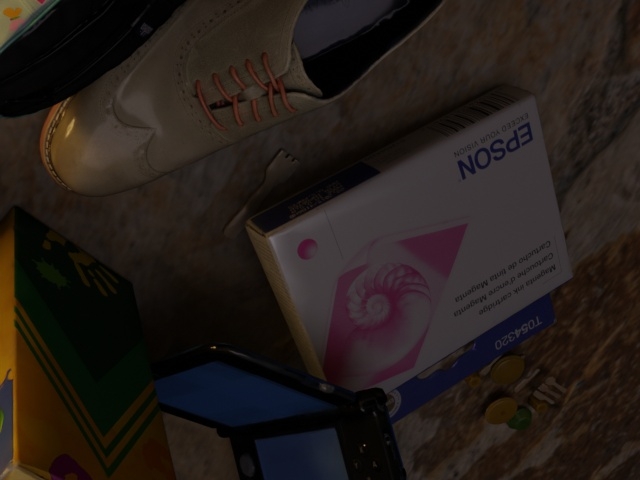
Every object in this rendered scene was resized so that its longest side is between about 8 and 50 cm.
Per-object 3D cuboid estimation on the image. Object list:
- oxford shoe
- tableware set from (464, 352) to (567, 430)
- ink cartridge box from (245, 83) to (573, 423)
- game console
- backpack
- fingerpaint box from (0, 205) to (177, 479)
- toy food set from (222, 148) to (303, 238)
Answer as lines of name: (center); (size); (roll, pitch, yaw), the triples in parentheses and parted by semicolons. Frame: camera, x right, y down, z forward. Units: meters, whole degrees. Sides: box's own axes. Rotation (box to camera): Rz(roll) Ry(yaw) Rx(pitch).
oxford shoe: (-0.072, -0.154, 0.740); (0.397, 0.146, 0.140); (-35, 124, 2)
tableware set: (0.249, 0.199, 1.131); (0.154, 0.024, 0.104); (31, 108, -32)
ink cartridge box: (0.123, 0.048, 0.925); (0.324, 0.071, 0.330); (-30, 118, -15)
game console: (-0.071, 0.230, 0.862); (0.173, 0.293, 0.250); (-9, 80, -36)
backpack: (-0.212, -0.189, 0.654); (0.144, 0.166, 0.188); (43, 95, 1)
fingerpaint box: (-0.339, 0.247, 0.740); (0.445, 0.371, 0.163); (-46, 123, 8)
toy food set: (0.000, 0.000, 0.918); (0.192, 0.038, 0.132); (31, 104, -31)
